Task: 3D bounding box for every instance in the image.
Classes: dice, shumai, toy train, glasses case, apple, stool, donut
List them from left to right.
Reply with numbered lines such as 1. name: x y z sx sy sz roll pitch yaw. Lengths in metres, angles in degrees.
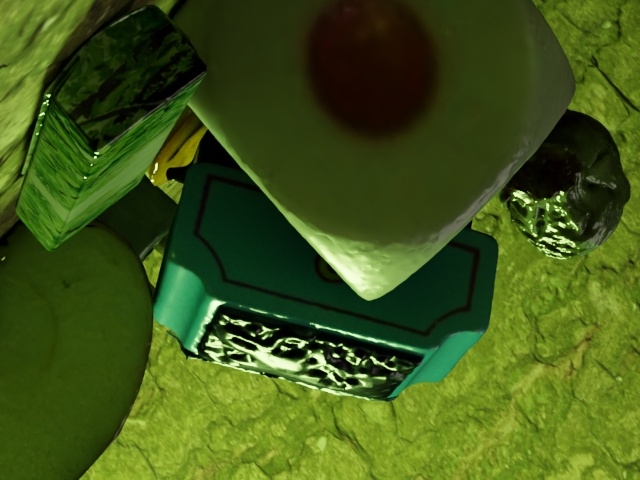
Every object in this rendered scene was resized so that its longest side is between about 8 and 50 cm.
1. apple: -0.298 0.119 1.373 0.346 0.179 0.254 -45 -141 -1
2. glasses case: -0.153 -0.070 1.023 0.095 0.062 0.272 -40 180 -21
3. stool: -0.239 0.022 1.831 0.153 0.139 0.228 -45 -175 42
4. donut: -0.112 -0.131 1.447 0.178 0.065 0.162 -43 172 23
5. toy train: 0.000 0.000 1.374 0.188 0.300 0.265 118 -16 -64
6. dice: 0.034 -0.129 1.161 0.243 0.259 0.251 -44 -177 1
7. shumai: 0.181 -0.054 1.187 0.099 0.123 0.087 -24 152 21
